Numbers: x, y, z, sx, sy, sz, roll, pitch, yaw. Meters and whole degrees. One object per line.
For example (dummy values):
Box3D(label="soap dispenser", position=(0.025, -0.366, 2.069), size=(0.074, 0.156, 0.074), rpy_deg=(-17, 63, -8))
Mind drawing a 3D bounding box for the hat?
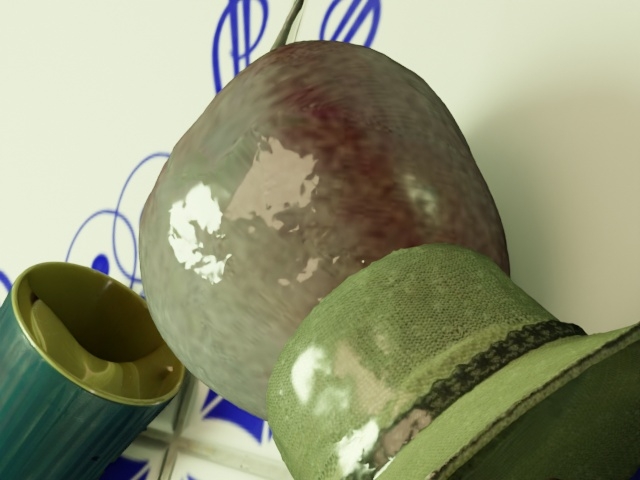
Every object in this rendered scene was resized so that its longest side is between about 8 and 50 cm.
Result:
Box3D(label="hat", position=(0.053, 0.077, 0.833), size=(0.130, 0.257, 0.257), rpy_deg=(49, 113, 24))

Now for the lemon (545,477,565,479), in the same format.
Box3D(label="lemon", position=(0.113, 0.251, 0.687), size=(0.297, 0.297, 0.297), rpy_deg=(-23, 57, 42))

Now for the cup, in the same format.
Box3D(label="cup", position=(-0.185, 0.103, 1.236), size=(0.155, 0.131, 0.176), rpy_deg=(-53, 12, 25))

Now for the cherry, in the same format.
Box3D(label="cherry", position=(0.000, 0.000, 1.004), size=(0.266, 0.183, 0.213), rpy_deg=(58, 133, 30))
